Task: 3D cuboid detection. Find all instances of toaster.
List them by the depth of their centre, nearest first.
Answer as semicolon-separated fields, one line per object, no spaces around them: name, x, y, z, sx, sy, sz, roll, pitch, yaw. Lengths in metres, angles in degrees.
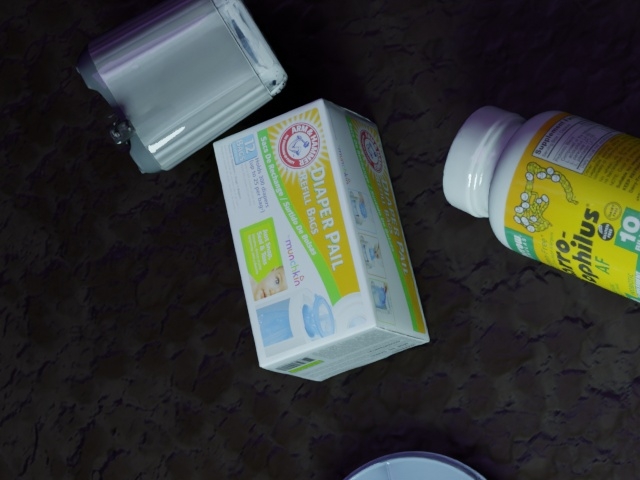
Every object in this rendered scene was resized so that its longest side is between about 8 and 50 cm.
toaster;-0.115;-0.144;1.630;0.146;0.227;0.129;-32;97;3

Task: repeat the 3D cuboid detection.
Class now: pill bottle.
pill bottle;0.204;-0.032;1.489;0.208;0.117;0.117;24;92;30

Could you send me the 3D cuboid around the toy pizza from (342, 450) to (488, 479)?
toy pizza;0.077;0.271;1.549;0.201;0.032;0.201;-5;78;27

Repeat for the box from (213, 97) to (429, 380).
box;0.000;0.000;1.602;0.114;0.103;0.203;-22;71;24
